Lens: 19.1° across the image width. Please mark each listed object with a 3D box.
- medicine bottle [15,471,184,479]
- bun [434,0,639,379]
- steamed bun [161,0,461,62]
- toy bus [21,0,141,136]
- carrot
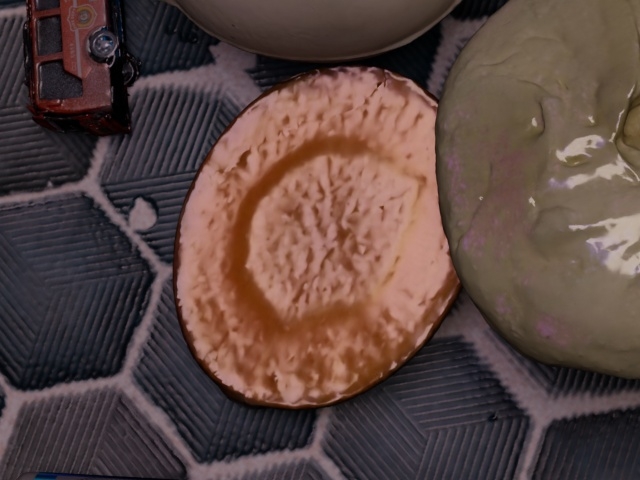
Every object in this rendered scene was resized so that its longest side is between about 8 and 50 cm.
[{"bbox_3d":[-0.157,0.246,1.552,0.191,0.107,0.107,2,78,6],"label":"medicine bottle"},{"bbox_3d":[0.264,-0.052,1.495,0.361,0.213,0.361,6,73,-21],"label":"bun"},{"bbox_3d":[0.005,-0.329,1.566,0.334,0.334,0.374,11,73,7],"label":"steamed bun"},{"bbox_3d":[-0.214,-0.207,1.682,0.096,0.073,0.235,-6,76,13],"label":"toy bus"},{"bbox_3d":[0.000,0.000,1.600,0.258,0.100,0.307,26,83,12],"label":"carrot"}]
